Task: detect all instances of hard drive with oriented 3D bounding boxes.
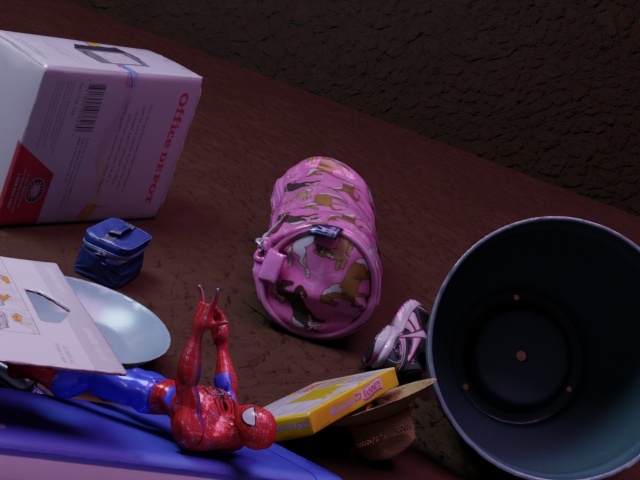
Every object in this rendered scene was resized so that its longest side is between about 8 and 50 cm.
[{"bbox_3d":[-0.165,0.170,0.969,0.318,0.040,0.210,15,-1,-33],"label":"hard drive"}]

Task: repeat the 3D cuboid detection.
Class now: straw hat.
[{"bbox_3d":[0.064,0.197,1.241,0.144,0.061,0.144,-19,-3,-1],"label":"straw hat"}]

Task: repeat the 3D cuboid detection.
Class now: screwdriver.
[{"bbox_3d":[-0.244,0.159,1.102,0.170,0.025,0.024,34,19,11],"label":"screwdriver"}]

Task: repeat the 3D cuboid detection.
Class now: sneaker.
[{"bbox_3d":[0.112,0.139,1.513,0.077,0.072,0.178,36,27,8],"label":"sneaker"}]

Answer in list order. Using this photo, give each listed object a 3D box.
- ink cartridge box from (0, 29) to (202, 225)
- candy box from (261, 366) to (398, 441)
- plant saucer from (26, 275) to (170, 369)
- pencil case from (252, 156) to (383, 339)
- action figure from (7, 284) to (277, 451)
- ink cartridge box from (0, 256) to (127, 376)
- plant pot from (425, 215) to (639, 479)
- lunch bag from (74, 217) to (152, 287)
[{"bbox_3d":[-0.328,-0.148,1.584,0.131,0.226,0.306,31,18,27],"label":"ink cartridge box"},{"bbox_3d":[-0.006,0.171,1.220,0.105,0.027,0.206,-17,-1,28],"label":"candy box"},{"bbox_3d":[-0.256,0.095,1.241,0.195,0.037,0.195,18,16,-6],"label":"plant saucer"},{"bbox_3d":[0.000,0.000,1.639,0.160,0.167,0.386,-16,16,7],"label":"pencil case"},{"bbox_3d":[-0.135,0.090,0.978,0.280,0.139,0.091,16,1,38],"label":"action figure"},{"bbox_3d":[-0.303,0.064,0.922,0.239,0.060,0.275,12,12,-27],"label":"ink cartridge box"},{"bbox_3d":[0.254,0.132,1.377,0.293,0.293,0.196,20,-10,-1],"label":"plant pot"},{"bbox_3d":[-0.255,0.011,1.452,0.067,0.065,0.098,23,16,7],"label":"lunch bag"}]
